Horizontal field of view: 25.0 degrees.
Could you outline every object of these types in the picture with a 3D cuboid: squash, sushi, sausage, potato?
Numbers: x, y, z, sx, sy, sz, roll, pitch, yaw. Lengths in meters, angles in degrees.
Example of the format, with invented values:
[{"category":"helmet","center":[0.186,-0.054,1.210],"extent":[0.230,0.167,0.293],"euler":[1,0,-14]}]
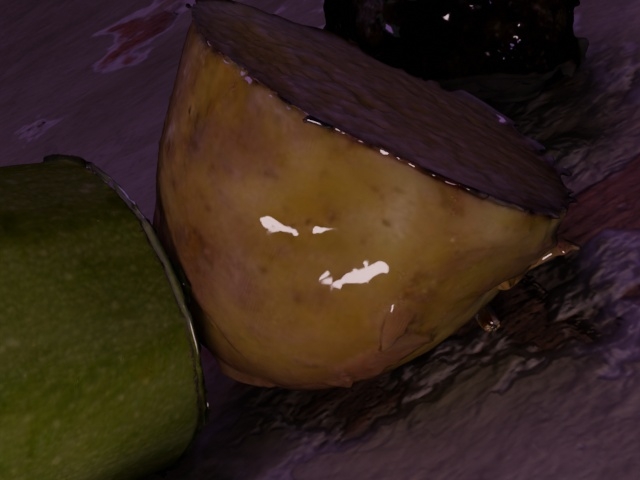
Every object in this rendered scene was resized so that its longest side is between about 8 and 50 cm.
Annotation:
[{"category":"squash","center":[-0.294,0.096,0.948],"extent":[0.384,0.263,0.263],"euler":[-18,16,-37]},{"category":"sushi","center":[0.114,-0.219,1.243],"extent":[0.235,0.207,0.348],"euler":[-7,6,-11]},{"category":"sausage","center":[0.112,0.042,1.055],"extent":[0.015,0.015,0.100],"euler":[-28,27,1]},{"category":"potato","center":[0.000,0.000,1.021],"extent":[0.288,0.301,0.237],"euler":[-94,28,-68]}]
